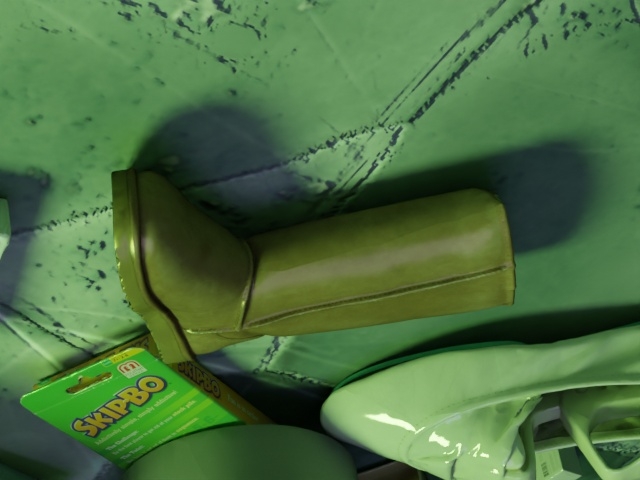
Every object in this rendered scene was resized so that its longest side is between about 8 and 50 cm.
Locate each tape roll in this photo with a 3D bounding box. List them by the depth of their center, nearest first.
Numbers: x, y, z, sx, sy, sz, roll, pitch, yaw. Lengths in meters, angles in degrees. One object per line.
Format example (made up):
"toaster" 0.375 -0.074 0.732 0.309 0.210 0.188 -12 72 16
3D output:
"tape roll" -0.071 0.249 1.303 0.219 0.072 0.219 -7 144 -5

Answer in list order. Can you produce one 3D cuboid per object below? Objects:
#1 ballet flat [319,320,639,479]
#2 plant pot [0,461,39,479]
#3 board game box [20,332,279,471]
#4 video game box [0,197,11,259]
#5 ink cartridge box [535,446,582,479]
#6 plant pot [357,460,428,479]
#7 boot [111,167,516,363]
"ballet flat" 0.200 0.148 1.234 0.400 0.139 0.139 -11 143 2
"plant pot" -0.392 0.297 1.227 0.248 0.247 0.252 -32 123 27
"board game box" -0.132 0.157 1.253 0.124 0.039 0.259 -24 143 18
"video game box" -0.338 0.034 1.017 0.205 0.048 0.187 10 127 -24
"ink cartridge box" 0.207 0.219 1.396 0.028 0.048 0.083 21 135 -34
"plant pot" 0.069 0.284 1.412 0.109 0.109 0.096 -21 154 14
"boot" 0.000 0.000 1.040 0.270 0.089 0.236 -10 156 2
